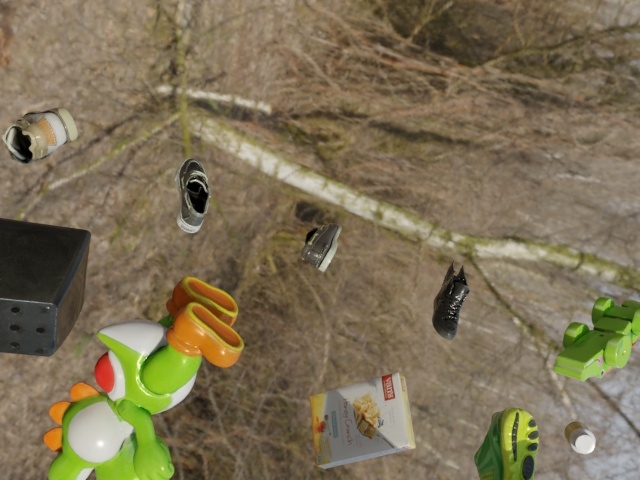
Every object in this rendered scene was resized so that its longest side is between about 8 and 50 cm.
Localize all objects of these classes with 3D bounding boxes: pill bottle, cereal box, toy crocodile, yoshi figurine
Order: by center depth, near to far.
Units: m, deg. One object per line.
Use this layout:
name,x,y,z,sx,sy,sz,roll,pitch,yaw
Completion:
yoshi figurine,-0.236,0.246,1.089,0.362,0.203,0.203,-49,153,12
toy crocodile,0.581,0.199,1.506,0.340,0.115,0.105,-26,115,-41
cereal box,0.094,0.419,1.747,0.047,0.240,0.173,39,37,-50
pill bottle,0.666,0.507,1.922,0.116,0.065,0.065,8,104,-81

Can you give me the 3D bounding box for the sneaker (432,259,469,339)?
sneaker,0.271,0.122,1.544,0.089,0.051,0.170,-59,-168,29

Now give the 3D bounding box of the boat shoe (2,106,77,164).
boat shoe,-0.653,-0.229,1.679,0.103,0.302,0.113,-32,104,-36

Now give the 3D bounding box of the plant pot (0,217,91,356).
plant pot,-0.504,0.092,1.284,0.167,0.188,0.187,-101,-156,-50

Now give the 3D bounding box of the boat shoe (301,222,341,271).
boat shoe,0.000,0.000,1.715,0.081,0.068,0.228,-61,-176,17

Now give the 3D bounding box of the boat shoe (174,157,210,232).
boat shoe,-0.280,-0.117,1.693,0.070,0.077,0.219,-51,-145,37

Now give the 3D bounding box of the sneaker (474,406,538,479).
sneaker,0.383,0.497,1.568,0.123,0.109,0.296,155,-50,-74
